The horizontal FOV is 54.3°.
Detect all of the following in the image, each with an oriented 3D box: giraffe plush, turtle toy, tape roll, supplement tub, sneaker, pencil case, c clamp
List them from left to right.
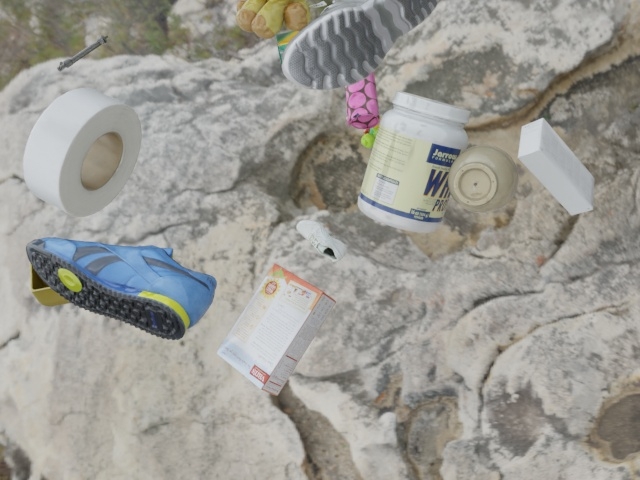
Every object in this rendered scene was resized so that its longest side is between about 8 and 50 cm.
[{"bbox_3d":[-0.563,-0.445,1.485,0.161,0.022,0.137,-46,23,-23],"label":"c clamp"},{"bbox_3d":[-0.537,-0.199,1.432,0.100,0.286,0.286,26,92,10],"label":"tape roll"},{"bbox_3d":[-0.210,0.035,0.665,0.209,0.069,0.082,18,45,14],"label":"sneaker"},{"bbox_3d":[-0.087,-0.546,1.302,0.210,0.170,0.181,-32,48,-23],"label":"giraffe plush"},{"bbox_3d":[0.000,0.000,1.635,0.152,0.061,0.054,35,120,1],"label":"sneaker"},{"bbox_3d":[0.048,-0.310,0.920,0.281,0.105,0.115,-37,35,-22],"label":"sneaker"},{"bbox_3d":[0.114,-0.432,1.815,0.098,0.095,0.209,-10,70,20],"label":"pencil case"},{"bbox_3d":[0.160,-0.315,1.890,0.066,0.130,0.095,-13,108,17],"label":"turtle toy"},{"bbox_3d":[0.246,-0.206,1.634,0.235,0.235,0.325,28,111,37],"label":"supplement tub"}]

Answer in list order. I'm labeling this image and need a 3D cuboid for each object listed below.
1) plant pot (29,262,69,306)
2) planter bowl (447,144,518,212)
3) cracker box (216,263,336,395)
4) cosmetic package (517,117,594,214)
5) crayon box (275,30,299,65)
[{"bbox_3d":[-0.523,0.087,1.240,0.081,0.083,0.081,-11,51,-15],"label":"plant pot"},{"bbox_3d":[0.366,-0.135,1.438,0.162,0.109,0.162,6,105,23],"label":"planter bowl"},{"bbox_3d":[-0.094,0.184,1.314,0.155,0.067,0.232,28,82,39],"label":"cracker box"},{"bbox_3d":[0.545,-0.165,1.436,0.060,0.239,0.099,-20,43,44],"label":"cosmetic package"},{"bbox_3d":[-0.008,-0.676,2.134,0.278,0.081,0.165,-12,31,0],"label":"crayon box"}]
